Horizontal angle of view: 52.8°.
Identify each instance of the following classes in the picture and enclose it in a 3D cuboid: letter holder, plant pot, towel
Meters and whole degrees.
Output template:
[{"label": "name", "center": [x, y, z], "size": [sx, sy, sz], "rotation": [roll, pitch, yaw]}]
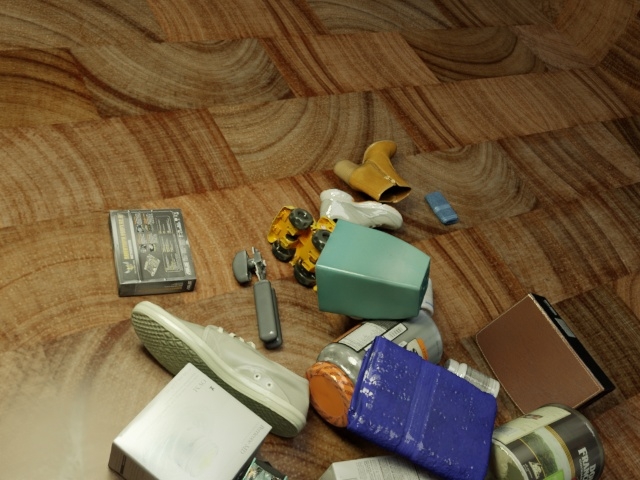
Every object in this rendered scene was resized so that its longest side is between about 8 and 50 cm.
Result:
[{"label": "letter holder", "center": [0.586, 0.326, 1.722], "size": [0.152, 0.214, 0.301], "rotation": [16, 37, -55]}, {"label": "plant pot", "center": [0.129, 0.084, 1.508], "size": [0.235, 0.165, 0.165], "rotation": [14, 48, 16]}, {"label": "towel", "center": [0.385, -0.102, 2.061], "size": [0.067, 0.029, 0.119], "rotation": [-12, 58, -30]}, {"label": "towel", "center": [0.211, 0.360, 1.343], "size": [0.308, 0.076, 0.227], "rotation": [28, 53, -5]}]

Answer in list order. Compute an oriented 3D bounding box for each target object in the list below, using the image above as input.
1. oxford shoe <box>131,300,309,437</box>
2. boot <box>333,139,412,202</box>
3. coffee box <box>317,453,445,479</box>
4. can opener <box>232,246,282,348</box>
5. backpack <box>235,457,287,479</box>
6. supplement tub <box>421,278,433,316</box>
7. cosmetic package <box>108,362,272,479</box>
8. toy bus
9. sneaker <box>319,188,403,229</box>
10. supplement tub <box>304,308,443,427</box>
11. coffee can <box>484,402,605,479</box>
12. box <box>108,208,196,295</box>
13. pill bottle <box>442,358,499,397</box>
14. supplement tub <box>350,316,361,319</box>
[{"label": "oxford shoe", "center": [-0.212, 0.265, 1.420], "size": [0.450, 0.169, 0.130], "rotation": [33, 52, -3]}, {"label": "boot", "center": [0.204, -0.204, 1.985], "size": [0.211, 0.104, 0.295], "rotation": [35, 43, 29]}, {"label": "coffee box", "center": [0.148, 0.527, 1.343], "size": [0.297, 0.168, 0.118], "rotation": [0, 52, -23]}, {"label": "can opener", "center": [-0.162, 0.141, 1.622], "size": [0.095, 0.076, 0.283], "rotation": [-16, 54, 6]}, {"label": "backpack", "center": [-0.131, 0.539, 1.220], "size": [0.144, 0.165, 0.188], "rotation": [32, 49, 19]}, {"label": "supplement tub", "center": [0.274, 0.157, 1.770], "size": [0.071, 0.071, 0.107], "rotation": [16, 48, -9]}, {"label": "cosmetic package", "center": [-0.259, 0.413, 1.294], "size": [0.225, 0.138, 0.224], "rotation": [36, 48, 8]}, {"label": "toy bus", "center": [0.000, 0.000, 1.753], "size": [0.220, 0.149, 0.211], "rotation": [44, 36, 19]}, {"label": "sneaker", "center": [0.113, -0.055, 1.884], "size": [0.263, 0.099, 0.120], "rotation": [15, 69, -13]}, {"label": "supplement tub", "center": [0.124, 0.289, 1.515], "size": [0.316, 0.193, 0.193], "rotation": [-28, 66, -36]}, {"label": "coffee can", "center": [0.471, 0.502, 1.453], "size": [0.276, 0.201, 0.201], "rotation": [-9, 56, -35]}, {"label": "box", "center": [-0.421, 0.025, 1.607], "size": [0.183, 0.056, 0.231], "rotation": [-4, 53, -24]}, {"label": "pill bottle", "center": [0.375, 0.360, 1.635], "size": [0.137, 0.078, 0.078], "rotation": [29, 47, 2]}, {"label": "supplement tub", "center": [0.146, 0.111, 1.705], "size": [0.200, 0.144, 0.144], "rotation": [-28, 67, -37]}]
